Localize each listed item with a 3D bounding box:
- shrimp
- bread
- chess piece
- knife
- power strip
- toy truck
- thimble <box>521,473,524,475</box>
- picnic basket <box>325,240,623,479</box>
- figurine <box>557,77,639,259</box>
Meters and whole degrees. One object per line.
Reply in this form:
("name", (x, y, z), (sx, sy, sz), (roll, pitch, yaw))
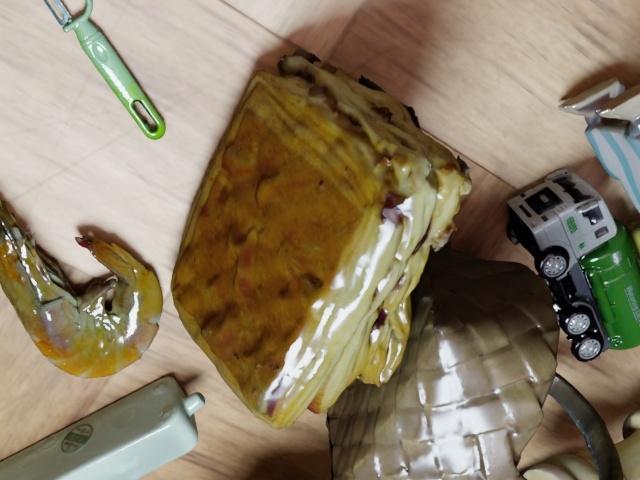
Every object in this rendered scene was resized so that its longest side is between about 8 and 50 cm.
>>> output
("shrimp", (-0.268, 0.049, 1.025), (0.150, 0.068, 0.248), (-41, 124, -5))
("bread", (0.000, 0.000, 0.967), (0.167, 0.277, 0.324), (8, 116, -42))
("chess piece", (0.438, 0.259, 1.226), (0.397, 0.117, 0.117), (-22, 122, -27))
("knife", (-0.209, -0.190, 0.943), (0.054, 0.015, 0.212), (-34, 118, -4))
("power strip", (-0.304, 0.273, 1.110), (0.385, 0.091, 0.062), (-27, 121, 1))
("toy truck", (0.314, 0.038, 1.130), (0.125, 0.101, 0.242), (-29, 120, 4))
("thimble", (0.341, 0.435, 1.299), (0.288, 0.167, 0.254), (-27, 120, 2))
("picnic basket", (0.195, 0.193, 1.066), (0.337, 0.293, 0.337), (-1, 118, -1))
("figurine", (0.522, -0.104, 1.057), (0.378, 0.266, 0.361), (-37, 104, -5))
